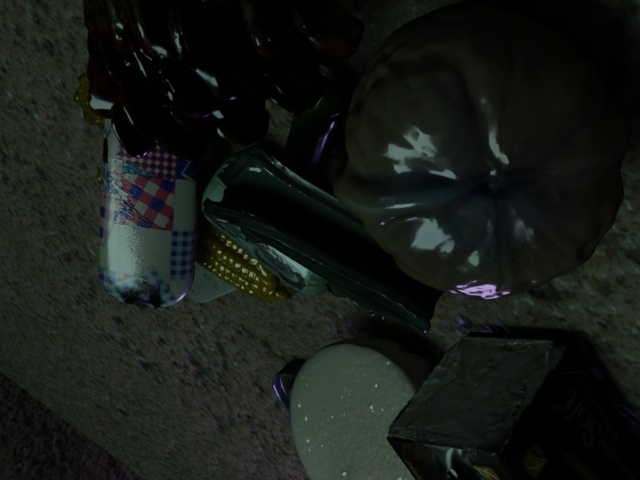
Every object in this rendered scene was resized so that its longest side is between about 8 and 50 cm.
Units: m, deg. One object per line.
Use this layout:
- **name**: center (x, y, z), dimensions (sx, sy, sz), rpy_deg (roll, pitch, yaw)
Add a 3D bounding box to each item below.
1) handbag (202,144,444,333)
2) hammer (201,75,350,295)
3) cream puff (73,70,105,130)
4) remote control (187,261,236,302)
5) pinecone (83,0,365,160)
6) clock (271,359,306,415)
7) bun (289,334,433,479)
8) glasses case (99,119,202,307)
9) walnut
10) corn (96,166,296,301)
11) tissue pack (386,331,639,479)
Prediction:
- **handbag**: center (-0.001, 0.002, 1.081), dimensions (0.247, 0.079, 0.260), rpy_deg (29, 174, -9)
- **hammer**: center (-0.024, -0.081, 1.235), dimensions (0.206, 0.119, 0.335), rpy_deg (36, 146, 9)
- **cream puff**: center (-0.310, -0.200, 1.501), dimensions (0.083, 0.083, 0.058), rpy_deg (17, -170, 23)
- **remote control**: center (-0.161, 0.042, 1.668), dimensions (0.090, 0.038, 0.309), rpy_deg (48, 153, -11)
- **pinecone**: center (-0.085, -0.219, 0.938), dimensions (0.242, 0.298, 0.296), rpy_deg (8, 174, -30)
- **clock**: center (0.013, 0.288, 1.788), dimensions (0.215, 0.042, 0.215), rpy_deg (33, 152, 20)
- **bun**: center (0.101, 0.254, 1.505), dimensions (0.263, 0.175, 0.263), rpy_deg (6, 100, 38)
- **glasses case**: center (-0.217, -0.069, 1.367), dimensions (0.125, 0.076, 0.327), rpy_deg (6, 108, -2)
- **walnut**: center (0.133, -0.075, 0.887), dimensions (0.248, 0.248, 0.248), rpy_deg (32, 152, 20)
- **corn**: center (-0.163, -0.028, 1.475), dimensions (0.363, 0.120, 0.120), rpy_deg (29, 150, 23)
- **tissue pack**: center (0.279, 0.302, 1.269), dimensions (0.210, 0.198, 0.370), rpy_deg (-9, 124, 53)
